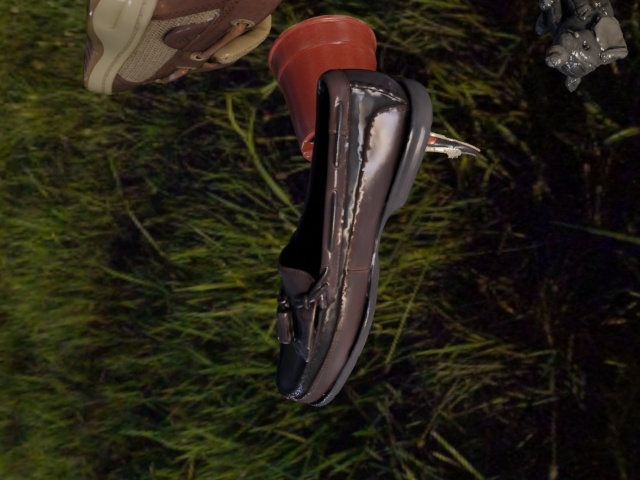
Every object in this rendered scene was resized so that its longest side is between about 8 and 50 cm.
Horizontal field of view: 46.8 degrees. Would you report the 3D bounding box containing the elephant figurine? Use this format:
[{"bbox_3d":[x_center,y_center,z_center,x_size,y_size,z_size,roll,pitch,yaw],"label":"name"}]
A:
[{"bbox_3d":[0.499,-0.373,1.428,0.169,0.185,0.240,91,-177,-59],"label":"elephant figurine"}]

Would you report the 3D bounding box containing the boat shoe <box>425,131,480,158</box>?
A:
[{"bbox_3d":[0.263,-0.191,1.519,0.049,0.137,0.043,-135,59,-67],"label":"boat shoe"}]

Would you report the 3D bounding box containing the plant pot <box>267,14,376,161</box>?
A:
[{"bbox_3d":[0.029,-0.341,1.757,0.272,0.272,0.265,-45,50,50],"label":"plant pot"}]

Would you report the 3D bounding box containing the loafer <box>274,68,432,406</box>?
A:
[{"bbox_3d":[0.000,0.000,0.635,0.109,0.095,0.303,41,117,57],"label":"loafer"}]

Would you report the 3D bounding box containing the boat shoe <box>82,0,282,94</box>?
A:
[{"bbox_3d":[-0.097,-0.162,0.530,0.342,0.123,0.123,-176,98,-72],"label":"boat shoe"}]
